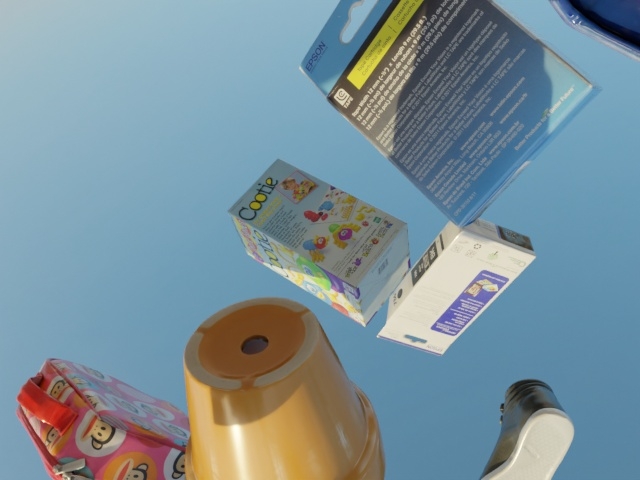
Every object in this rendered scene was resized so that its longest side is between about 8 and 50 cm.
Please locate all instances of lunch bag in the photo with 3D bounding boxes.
[{"bbox_3d":[-0.293,0.262,0.863,0.293,0.258,0.120,13,-110,53],"label":"lunch bag"}]

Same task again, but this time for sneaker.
[{"bbox_3d":[0.347,0.374,1.109,0.105,0.295,0.147,21,-155,1],"label":"sneaker"}]

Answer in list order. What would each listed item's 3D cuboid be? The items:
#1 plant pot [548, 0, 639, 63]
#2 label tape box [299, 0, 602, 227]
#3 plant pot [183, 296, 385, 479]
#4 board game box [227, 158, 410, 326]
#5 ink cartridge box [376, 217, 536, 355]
[{"bbox_3d":[0.339,-0.293,0.561,0.212,0.236,0.236,-52,-128,13],"label":"plant pot"},{"bbox_3d":[0.168,-0.229,0.882,0.249,0.347,0.115,-52,162,29],"label":"label tape box"},{"bbox_3d":[-0.047,0.167,0.618,0.205,0.188,0.205,-8,-147,5],"label":"plant pot"},{"bbox_3d":[0.000,0.000,1.081,0.275,0.142,0.144,30,-113,27],"label":"board game box"},{"bbox_3d":[0.254,0.095,1.239,0.065,0.165,0.332,-91,-154,-48],"label":"ink cartridge box"}]
